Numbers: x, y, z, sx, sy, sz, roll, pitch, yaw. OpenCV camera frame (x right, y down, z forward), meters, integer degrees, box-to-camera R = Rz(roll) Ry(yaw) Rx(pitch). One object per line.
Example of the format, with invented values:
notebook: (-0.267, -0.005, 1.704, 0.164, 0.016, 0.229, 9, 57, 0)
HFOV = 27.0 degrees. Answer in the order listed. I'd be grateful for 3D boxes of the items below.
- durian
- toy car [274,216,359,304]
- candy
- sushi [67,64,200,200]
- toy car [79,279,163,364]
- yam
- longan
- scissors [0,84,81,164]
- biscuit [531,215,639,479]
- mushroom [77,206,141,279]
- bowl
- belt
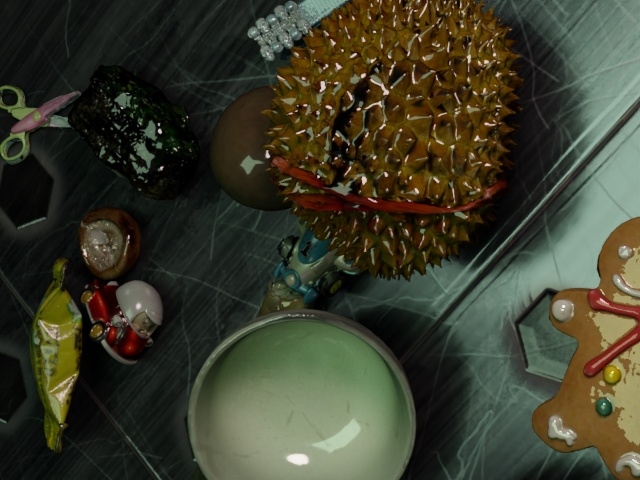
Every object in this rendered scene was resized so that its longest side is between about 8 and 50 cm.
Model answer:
durian: (0.097, -0.140, 1.714, 0.347, 0.347, 0.384, -8, 74, 29)
toy car: (0.000, 0.000, 1.887, 0.161, 0.098, 0.126, -45, 65, -4)
candy: (-0.420, 0.176, 2.110, 0.187, 0.081, 0.297, -168, 84, -73)
sushi: (-0.281, -0.170, 2.043, 0.225, 0.124, 0.127, 46, 110, 22)
toy car: (-0.300, 0.110, 2.074, 0.112, 0.112, 0.139, -34, 58, 8)
yam: (-0.102, 0.235, 1.975, 0.083, 0.083, 0.372, 28, 104, 26)
longan: (-0.077, -0.128, 1.908, 0.189, 0.189, 0.189, 0, 90, 29)
scissors: (-0.465, -0.202, 2.204, 0.187, 0.020, 0.134, -8, 89, 31)
biscuit: (0.385, 0.133, 1.720, 0.216, 0.047, 0.340, 21, 100, 26)
mushroom: (-0.333, 0.004, 2.114, 0.123, 0.052, 0.123, 2, 94, 36)
bowl: (-0.023, 0.232, 1.846, 0.307, 0.163, 0.307, 0, 100, 2)
belt: (-0.008, -0.328, 1.910, 0.179, 0.100, 0.065, -37, 77, 21)
